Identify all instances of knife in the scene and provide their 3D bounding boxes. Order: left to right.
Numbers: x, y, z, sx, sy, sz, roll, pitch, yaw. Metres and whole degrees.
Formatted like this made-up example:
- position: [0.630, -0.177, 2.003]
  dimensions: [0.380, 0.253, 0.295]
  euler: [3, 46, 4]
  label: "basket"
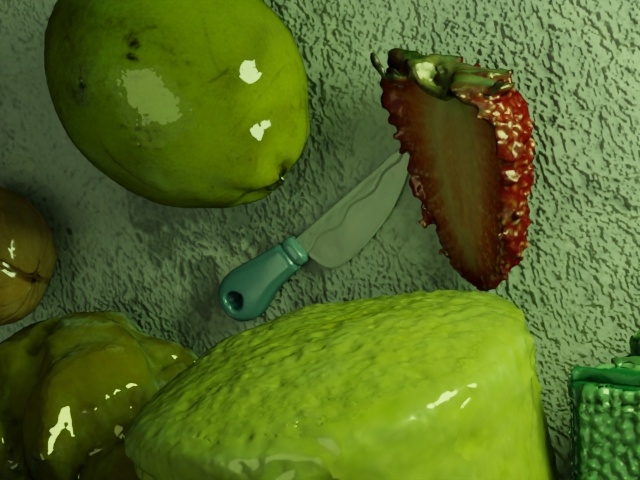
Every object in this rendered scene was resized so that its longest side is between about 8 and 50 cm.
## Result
- position: [0.001, 0.002, 1.511]
  dimensions: [0.244, 0.032, 0.058]
  euler: [-35, 80, 25]
  label: "knife"

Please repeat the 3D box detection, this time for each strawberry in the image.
- position: [0.127, -0.073, 1.404]
  dimensions: [0.167, 0.087, 0.208]
  euler: [30, 140, 42]
  label: "strawberry"

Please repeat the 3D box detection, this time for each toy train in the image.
- position: [0.269, 0.206, 1.327]
  dimensions: [0.115, 0.154, 0.269]
  euler: [2, 101, 30]
  label: "toy train"

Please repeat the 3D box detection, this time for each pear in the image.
- position: [-0.129, -0.140, 1.447]
  dimensions: [0.269, 0.212, 0.212]
  euler: [42, 116, 13]
  label: "pear"

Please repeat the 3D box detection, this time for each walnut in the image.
- position: [-0.347, 0.012, 1.637]
  dimensions: [0.180, 0.144, 0.144]
  euler: [7, 103, 33]
  label: "walnut"

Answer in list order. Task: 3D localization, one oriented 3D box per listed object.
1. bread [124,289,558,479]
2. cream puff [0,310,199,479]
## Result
- position: [0.031, 0.217, 1.358]
  dimensions: [0.348, 0.348, 0.307]
  euler: [-8, 100, 29]
  label: "bread"
- position: [-0.239, 0.262, 1.545]
  dimensions: [0.378, 0.275, 0.378]
  euler: [4, 98, 28]
  label: "cream puff"
